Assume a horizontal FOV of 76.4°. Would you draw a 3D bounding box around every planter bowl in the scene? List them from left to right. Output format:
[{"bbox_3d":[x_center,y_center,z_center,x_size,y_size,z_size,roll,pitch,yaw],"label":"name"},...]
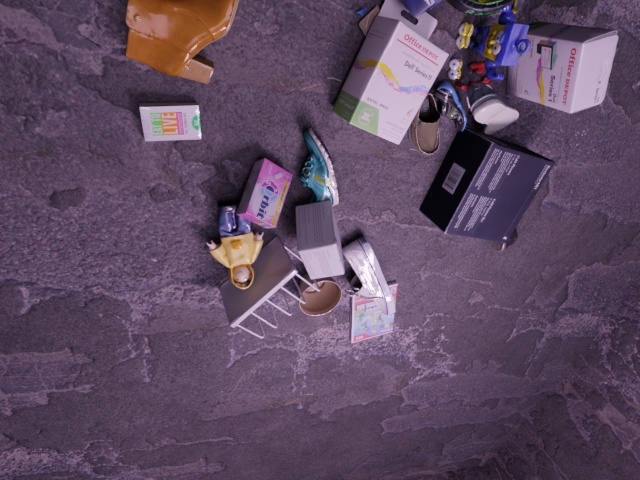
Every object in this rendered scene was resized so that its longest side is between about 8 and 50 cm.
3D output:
[{"bbox_3d":[-0.016,0.183,1.506,0.162,0.109,0.161,-11,124,-16],"label":"planter bowl"}]

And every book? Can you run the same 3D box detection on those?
[{"bbox_3d":[-0.393,-0.313,1.073,0.145,0.035,0.096,-8,128,-19],"label":"book"}]

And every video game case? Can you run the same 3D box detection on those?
[{"bbox_3d":[0.225,0.310,1.744,0.204,0.025,0.284,-12,126,-15],"label":"video game case"}]

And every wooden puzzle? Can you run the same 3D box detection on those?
[{"bbox_3d":[0.146,-0.592,1.117,0.079,0.014,0.116,-40,132,0],"label":"wooden puzzle"}]

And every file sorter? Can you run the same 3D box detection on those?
[{"bbox_3d":[-0.171,0.169,1.384,0.278,0.192,0.173,-41,131,7],"label":"file sorter"}]

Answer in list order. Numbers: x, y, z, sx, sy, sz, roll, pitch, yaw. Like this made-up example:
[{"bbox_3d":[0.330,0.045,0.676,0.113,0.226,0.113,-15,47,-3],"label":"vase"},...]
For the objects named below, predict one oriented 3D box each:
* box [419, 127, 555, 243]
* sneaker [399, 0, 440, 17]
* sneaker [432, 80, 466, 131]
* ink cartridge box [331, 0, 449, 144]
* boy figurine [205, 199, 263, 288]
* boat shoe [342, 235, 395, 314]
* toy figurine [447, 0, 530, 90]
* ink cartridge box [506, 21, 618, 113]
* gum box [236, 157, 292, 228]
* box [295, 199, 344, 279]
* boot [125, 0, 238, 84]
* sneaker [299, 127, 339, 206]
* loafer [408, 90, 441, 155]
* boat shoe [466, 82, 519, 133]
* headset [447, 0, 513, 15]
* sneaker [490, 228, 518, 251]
[{"bbox_3d":[0.590,-0.189,1.465,0.313,0.179,0.342,9,118,-26],"label":"box"},{"bbox_3d":[0.234,-0.729,0.965,0.182,0.127,0.315,-36,109,-2],"label":"sneaker"},{"bbox_3d":[0.418,-0.427,1.318,0.078,0.067,0.188,-27,133,23],"label":"sneaker"},{"bbox_3d":[0.211,-0.478,1.146,0.207,0.119,0.353,11,117,-34],"label":"ink cartridge box"},{"bbox_3d":[-0.265,0.020,1.268,0.178,0.092,0.284,-5,105,-19],"label":"boy figurine"},{"bbox_3d":[0.166,0.164,1.551,0.157,0.135,0.366,-25,121,1],"label":"boat shoe"},{"bbox_3d":[0.537,-0.591,1.152,0.192,0.217,0.362,-4,123,-21],"label":"toy figurine"},{"bbox_3d":[0.709,-0.527,1.227,0.117,0.278,0.201,-21,127,-9],"label":"ink cartridge box"},{"bbox_3d":[-0.163,-0.143,1.206,0.107,0.062,0.188,27,72,-35],"label":"gum box"},{"bbox_3d":[0.000,0.000,1.307,0.119,0.181,0.180,-10,144,7],"label":"box"},{"bbox_3d":[-0.316,-0.519,0.920,0.212,0.104,0.294,14,119,-30],"label":"boot"},{"bbox_3d":[-0.012,-0.209,1.257,0.110,0.107,0.275,-16,127,-2],"label":"sneaker"},{"bbox_3d":[0.332,-0.372,1.294,0.095,0.087,0.251,-30,128,-2],"label":"loafer"},{"bbox_3d":[0.549,-0.425,1.307,0.116,0.098,0.320,-31,165,32],"label":"boat shoe"},{"bbox_3d":[0.403,-0.770,0.978,0.244,0.185,0.393,-11,102,2],"label":"headset"},{"bbox_3d":[0.777,-0.070,1.699,0.118,0.083,0.221,-18,122,-34],"label":"sneaker"}]
